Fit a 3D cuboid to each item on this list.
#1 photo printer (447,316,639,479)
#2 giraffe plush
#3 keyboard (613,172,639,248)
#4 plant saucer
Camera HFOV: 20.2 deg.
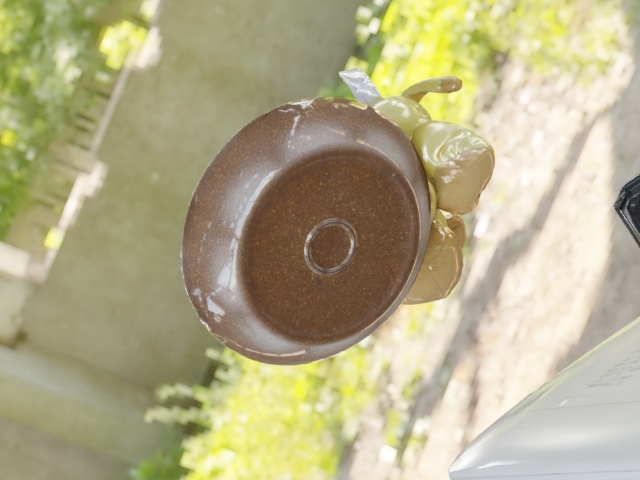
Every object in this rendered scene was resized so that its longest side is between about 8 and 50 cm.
[{"bbox_3d":[0.235,0.074,0.693,0.307,0.107,0.256,-12,12,45],"label":"photo printer"},{"bbox_3d":[0.056,-0.018,1.451,0.210,0.181,0.170,-91,-10,-55],"label":"giraffe plush"},{"bbox_3d":[0.364,-0.043,1.158,0.317,0.201,0.033,-32,26,10],"label":"keyboard"},{"bbox_3d":[0.000,0.000,1.253,0.036,0.199,0.198,32,101,57],"label":"plant saucer"}]
